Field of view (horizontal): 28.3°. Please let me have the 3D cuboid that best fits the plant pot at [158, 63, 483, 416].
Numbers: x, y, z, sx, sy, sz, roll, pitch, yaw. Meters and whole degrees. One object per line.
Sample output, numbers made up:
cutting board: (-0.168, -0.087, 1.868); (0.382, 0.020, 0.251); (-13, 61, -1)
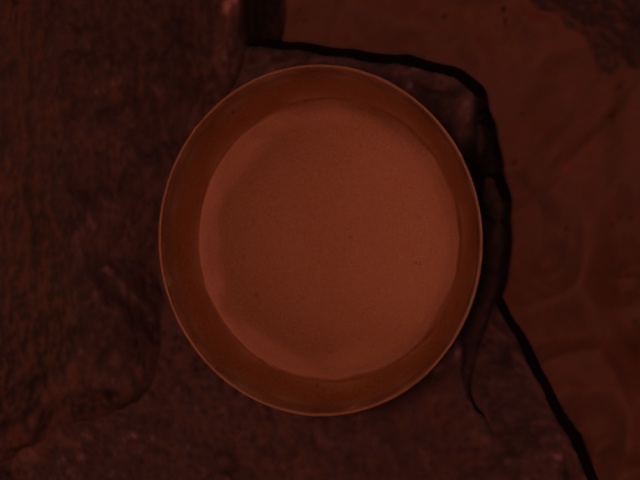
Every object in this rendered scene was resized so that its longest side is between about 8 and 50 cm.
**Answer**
plant pot: (0.000, 0.000, 0.864); (0.236, 0.032, 0.236); (0, 91, 23)
